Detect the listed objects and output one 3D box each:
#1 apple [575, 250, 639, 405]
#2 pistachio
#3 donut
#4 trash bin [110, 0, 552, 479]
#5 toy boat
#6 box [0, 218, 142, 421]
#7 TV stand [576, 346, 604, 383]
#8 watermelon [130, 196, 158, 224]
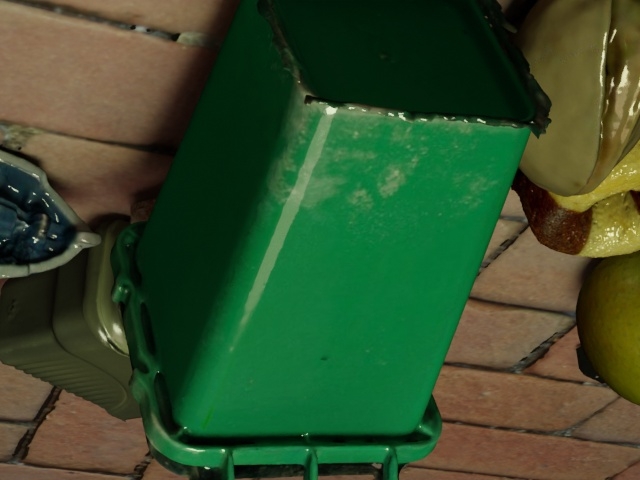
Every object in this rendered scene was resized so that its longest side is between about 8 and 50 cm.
[{"bbox_3d":[0.360,0.085,1.426,0.196,0.157,0.196,-9,156,-4],"label":"apple"},{"bbox_3d":[0.205,-0.125,1.059,0.135,0.136,0.226,3,144,-10],"label":"pistachio"},{"bbox_3d":[0.256,-0.048,1.220,0.166,0.073,0.184,11,148,-24],"label":"donut"},{"bbox_3d":[0.000,0.000,1.069,0.259,0.295,0.381,2,133,-21],"label":"trash bin"},{"bbox_3d":[-0.327,-0.036,1.174,0.309,0.129,0.142,18,159,-34],"label":"toy boat"},{"bbox_3d":[-0.199,0.098,1.429,0.178,0.138,0.274,-15,148,29],"label":"box"},{"bbox_3d":[0.408,0.099,1.568,0.256,0.040,0.049,-27,142,36],"label":"TV stand"},{"bbox_3d":[-0.120,0.011,1.306,0.139,0.071,0.187,23,119,-2],"label":"watermelon"}]
